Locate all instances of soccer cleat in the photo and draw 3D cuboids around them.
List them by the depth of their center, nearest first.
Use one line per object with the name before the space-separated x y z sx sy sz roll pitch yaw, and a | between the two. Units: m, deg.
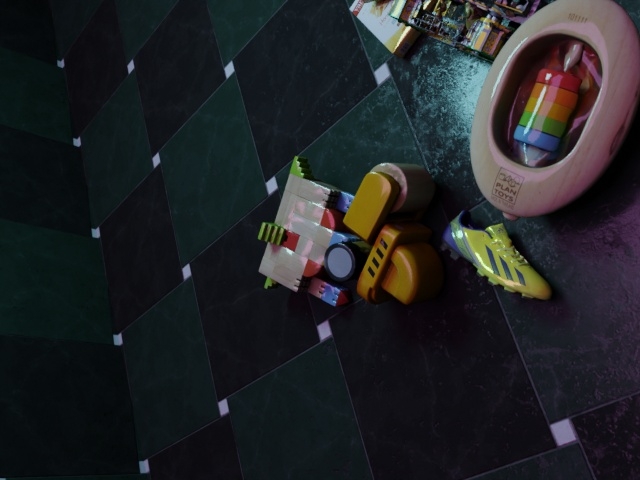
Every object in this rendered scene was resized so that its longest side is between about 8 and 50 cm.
soccer cleat | 0.379 0.028 1.483 0.289 0.093 0.121 38 104 42

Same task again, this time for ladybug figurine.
ladybug figurine | 0.467 -0.249 1.372 0.305 0.162 0.449 33 109 34

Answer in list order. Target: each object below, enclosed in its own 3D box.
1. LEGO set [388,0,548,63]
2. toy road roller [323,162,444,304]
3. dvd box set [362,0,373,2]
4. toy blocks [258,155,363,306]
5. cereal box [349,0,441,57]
LEGO set | 0.332 -0.517 1.513 0.331 0.255 0.192 37 110 39
toy road roller | 0.189 0.003 1.614 0.241 0.203 0.329 36 115 30
dvd box set | 0.281 -0.770 1.687 0.421 0.062 0.307 -2 71 43
toy blocks | 0.000 0.000 1.840 0.261 0.191 0.381 25 102 33
cereal box | 0.191 -0.612 1.811 0.173 0.047 0.240 -53 50 24
